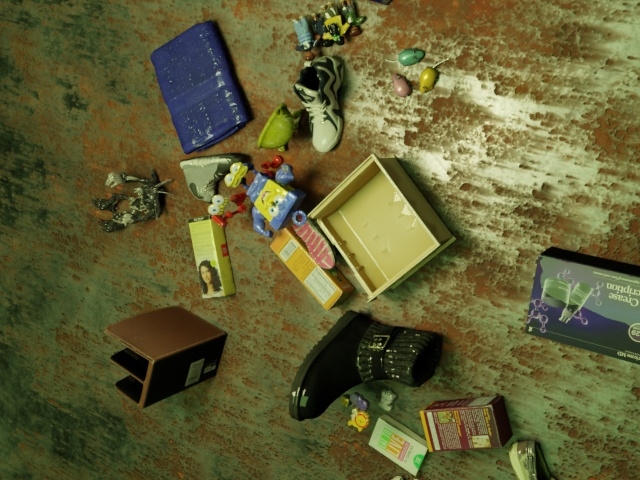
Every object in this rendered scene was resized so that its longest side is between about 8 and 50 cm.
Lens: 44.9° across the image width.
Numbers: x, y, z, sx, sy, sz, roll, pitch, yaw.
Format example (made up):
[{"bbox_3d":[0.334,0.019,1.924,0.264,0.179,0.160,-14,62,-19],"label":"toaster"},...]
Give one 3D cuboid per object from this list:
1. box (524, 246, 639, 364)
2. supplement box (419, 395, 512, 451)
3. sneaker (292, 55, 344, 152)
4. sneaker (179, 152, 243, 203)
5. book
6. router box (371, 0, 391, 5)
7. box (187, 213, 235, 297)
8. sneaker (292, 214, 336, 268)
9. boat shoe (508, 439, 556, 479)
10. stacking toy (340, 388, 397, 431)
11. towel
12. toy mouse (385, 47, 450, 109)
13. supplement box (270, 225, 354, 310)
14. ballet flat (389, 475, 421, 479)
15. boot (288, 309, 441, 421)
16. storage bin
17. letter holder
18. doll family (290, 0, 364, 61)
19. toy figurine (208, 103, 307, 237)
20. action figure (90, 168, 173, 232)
[{"bbox_3d":[0.583,0.135,1.628,0.261,0.103,0.184,14,108,29],"label":"box"},{"bbox_3d":[0.344,0.434,1.835,0.188,0.081,0.104,-14,91,33],"label":"supplement box"},{"bbox_3d":[-0.015,-0.331,1.885,0.094,0.153,0.234,19,107,30],"label":"sneaker"},{"bbox_3d":[-0.287,-0.169,2.132,0.229,0.086,0.132,1,103,42],"label":"sneaker"},{"bbox_3d":[0.201,0.519,1.971,0.144,0.035,0.096,29,116,23],"label":"book"},{"bbox_3d":[0.014,-0.671,1.702,0.082,0.335,0.301,-43,75,29],"label":"router box"},{"bbox_3d":[-0.306,0.043,2.185,0.087,0.058,0.232,-10,92,32],"label":"box"},{"bbox_3d":[0.000,0.000,1.975,0.063,0.075,0.170,-52,60,29],"label":"sneaker"},{"bbox_3d":[0.503,0.561,1.760,0.073,0.080,0.223,-30,77,37],"label":"boat shoe"},{"bbox_3d":[0.065,0.388,1.949,0.221,0.167,0.052,23,110,27],"label":"stacking toy"},{"bbox_3d":[-0.326,-0.415,2.117,0.228,0.076,0.308,-23,86,25],"label":"towel"},{"bbox_3d":[0.202,-0.394,1.813,0.143,0.031,0.161,39,116,21],"label":"toy mouse"},{"bbox_3d":[-0.021,0.069,2.002,0.233,0.078,0.080,49,116,15],"label":"supplement box"},{"bbox_3d":[0.219,0.639,1.962,0.231,0.077,0.077,3,79,29],"label":"ballet flat"},{"bbox_3d":[0.107,0.314,1.829,0.260,0.348,0.131,17,142,31],"label":"boot"},{"bbox_3d":[0.139,-0.028,1.860,0.260,0.123,0.262,-42,76,29],"label":"storage bin"},{"bbox_3d":[-0.452,0.312,2.175,0.214,0.302,0.152,27,111,26],"label":"letter holder"},{"bbox_3d":[0.014,-0.510,1.890,0.193,0.076,0.111,-15,94,38],"label":"doll family"},{"bbox_3d":[-0.092,-0.134,1.945,0.217,0.191,0.362,41,111,18],"label":"toy figurine"},{"bbox_3d":[-0.560,-0.113,2.269,0.276,0.141,0.164,-23,74,34],"label":"action figure"}]
